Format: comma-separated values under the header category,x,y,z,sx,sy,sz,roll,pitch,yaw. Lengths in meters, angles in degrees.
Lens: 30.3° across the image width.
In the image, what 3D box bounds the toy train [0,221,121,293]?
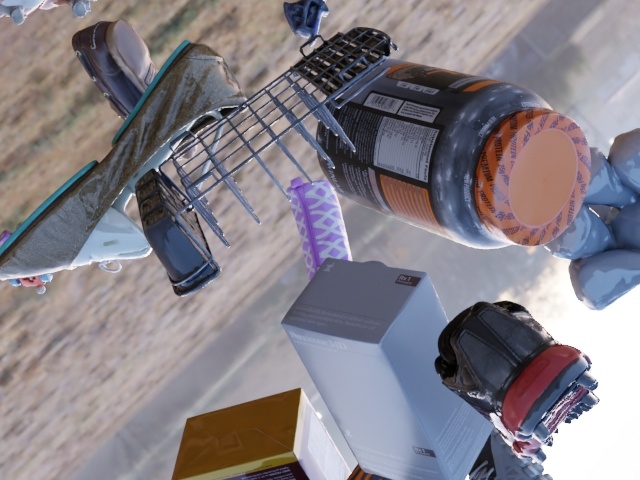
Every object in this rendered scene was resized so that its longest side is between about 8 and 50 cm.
category,x,y,z,sx,sy,sz,roll,pitch,yaw
toy train,-0.344,0.011,1.540,0.166,0.125,0.046,-10,-129,19

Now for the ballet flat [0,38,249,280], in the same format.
category,x,y,z,sx,sy,sz,roll,pitch,yaw
ballet flat,-0.201,-0.061,1.284,0.342,0.124,0.116,-50,-179,-10

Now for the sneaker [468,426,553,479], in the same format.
category,x,y,z,sx,sy,sz,roll,pitch,yaw
sneaker,0.216,0.318,1.428,0.132,0.228,0.086,-33,151,-35

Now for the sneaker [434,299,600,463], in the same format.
category,x,y,z,sx,sy,sz,roll,pitch,yaw
sneaker,0.171,0.120,1.042,0.098,0.135,0.276,-48,160,-4

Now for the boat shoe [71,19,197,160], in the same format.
category,x,y,z,sx,sy,sz,roll,pitch,yaw
boat shoe,-0.222,-0.177,1.426,0.073,0.207,0.073,-9,-140,26

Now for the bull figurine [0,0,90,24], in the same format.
category,x,y,z,sx,sy,sz,roll,pitch,yaw
bull figurine,-0.444,-0.349,1.638,0.310,0.188,0.101,-28,124,-41

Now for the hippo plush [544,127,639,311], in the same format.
category,x,y,z,sx,sy,sz,roll,pitch,yaw
hippo plush,0.446,-0.042,1.666,0.294,0.234,0.236,-12,-176,8

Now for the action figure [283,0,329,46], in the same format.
category,x,y,z,sx,sy,sz,roll,pitch,yaw
action figure,-0.013,-0.436,1.497,0.178,0.330,0.341,157,-61,-66

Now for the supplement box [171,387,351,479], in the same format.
category,x,y,z,sx,sy,sz,roll,pitch,yaw
supplement box,-0.080,0.345,1.710,0.191,0.194,0.129,-17,-148,17

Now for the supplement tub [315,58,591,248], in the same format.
category,x,y,z,sx,sy,sz,roll,pitch,yaw
supplement tub,0.164,-0.111,1.508,0.207,0.207,0.338,-43,-144,-18

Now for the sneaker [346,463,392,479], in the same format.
category,x,y,z,sx,sy,sz,roll,pitch,yaw
sneaker,-0.018,0.413,1.558,0.125,0.180,0.321,-118,-136,-62

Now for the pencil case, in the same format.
category,x,y,z,sx,sy,sz,roll,pitch,yaw
pencil case,0.000,0.000,1.959,0.086,0.206,0.088,-23,165,36

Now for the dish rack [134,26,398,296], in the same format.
category,x,y,z,sx,sy,sz,roll,pitch,yaw
dish rack,-0.045,-0.083,1.026,0.271,0.074,0.208,-38,-159,0

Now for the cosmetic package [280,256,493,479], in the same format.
category,x,y,z,sx,sy,sz,roll,pitch,yaw
cosmetic package,0.072,0.136,1.183,0.127,0.238,0.107,6,-130,39
